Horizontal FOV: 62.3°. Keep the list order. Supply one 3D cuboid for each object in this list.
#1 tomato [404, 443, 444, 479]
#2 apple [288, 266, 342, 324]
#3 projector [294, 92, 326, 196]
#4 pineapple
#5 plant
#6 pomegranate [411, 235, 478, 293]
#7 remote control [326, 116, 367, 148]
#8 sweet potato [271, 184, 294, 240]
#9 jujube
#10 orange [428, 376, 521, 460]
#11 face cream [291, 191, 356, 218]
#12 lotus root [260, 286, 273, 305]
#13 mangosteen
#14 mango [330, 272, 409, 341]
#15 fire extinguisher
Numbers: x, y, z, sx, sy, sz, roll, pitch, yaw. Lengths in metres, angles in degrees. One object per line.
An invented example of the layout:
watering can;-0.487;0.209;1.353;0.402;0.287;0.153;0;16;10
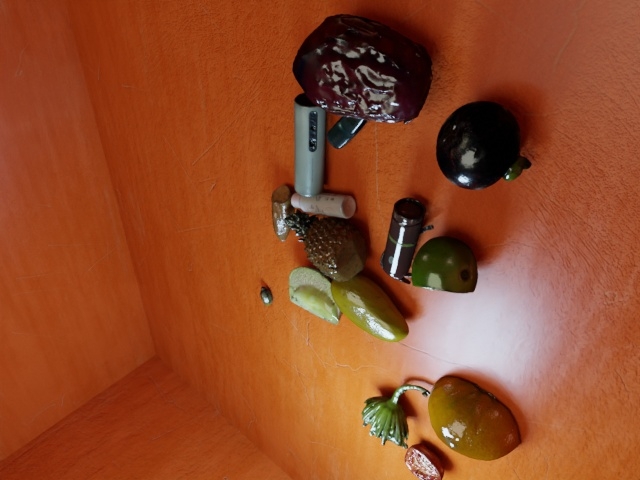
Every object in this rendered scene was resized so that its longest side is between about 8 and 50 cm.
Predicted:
tomato;0.438;0.914;2.178;0.174;0.082;0.167;35;135;32
apple;-0.003;0.192;2.099;0.264;0.120;0.194;23;120;33
projector;-0.035;-0.312;1.756;0.108;0.108;0.338;30;137;30
pineapple;0.000;0.000;1.892;0.362;0.202;0.202;29;136;42
plant;0.312;0.655;2.134;0.251;0.180;0.334;37;111;34
pomegranate;0.372;0.070;1.569;0.189;0.241;0.159;6;87;21
remote control;0.090;-0.358;1.633;0.072;0.042;0.222;53;143;1
sweet potato;-0.151;-0.098;2.059;0.097;0.097;0.252;33;136;27
jujube;0.109;-0.445;1.391;0.376;0.258;0.259;19;132;17
orange;0.519;0.623;1.864;0.310;0.274;0.274;-114;23;-44
face cream;0.002;-0.131;1.873;0.268;0.082;0.082;10;124;44
lotus root;-0.254;0.259;2.476;0.049;0.054;0.099;15;128;54
mangosteen;0.391;-0.228;1.281;0.216;0.216;0.216;28;135;32
mango;0.169;0.243;1.923;0.332;0.142;0.195;48;147;6
fire extinguisher;0.268;0.020;1.679;0.141;0.105;0.342;17;140;12
